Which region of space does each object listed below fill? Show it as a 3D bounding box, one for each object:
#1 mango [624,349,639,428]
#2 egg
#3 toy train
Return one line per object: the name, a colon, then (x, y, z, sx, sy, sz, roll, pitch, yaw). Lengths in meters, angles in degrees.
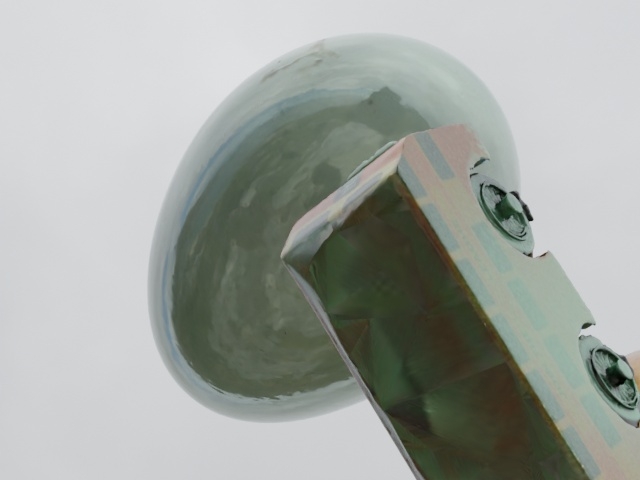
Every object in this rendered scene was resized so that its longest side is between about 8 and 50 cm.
mango: (0.218, 0.175, 0.670, 0.290, 0.191, 0.160, 44, -39, 14)
egg: (0.000, 0.000, 0.816, 0.183, 0.183, 0.264, 42, -55, 0)
toy train: (0.065, 0.043, 0.578, 0.072, 0.099, 0.188, -36, -101, 27)
